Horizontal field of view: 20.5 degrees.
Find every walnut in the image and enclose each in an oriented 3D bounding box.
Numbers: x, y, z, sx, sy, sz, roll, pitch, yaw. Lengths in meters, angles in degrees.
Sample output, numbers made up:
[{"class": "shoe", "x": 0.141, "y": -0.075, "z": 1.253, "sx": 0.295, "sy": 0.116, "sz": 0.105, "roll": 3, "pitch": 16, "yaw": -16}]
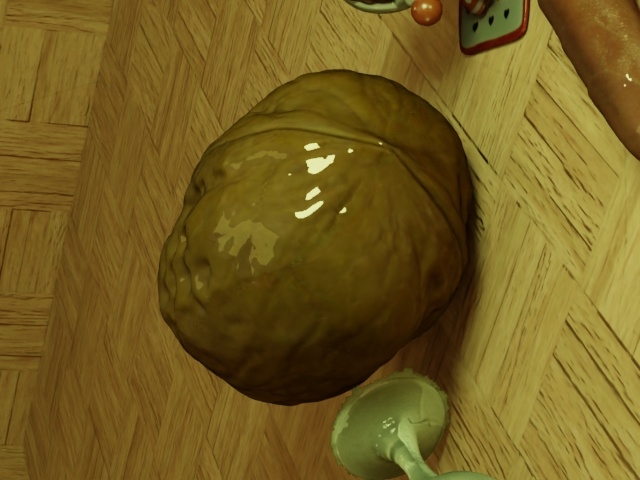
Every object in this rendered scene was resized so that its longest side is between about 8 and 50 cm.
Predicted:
[{"class": "walnut", "x": 0.000, "y": 0.000, "z": 1.908, "sx": 0.398, "sy": 0.308, "sz": 0.354, "roll": 131, "pitch": 158, "yaw": -60}]

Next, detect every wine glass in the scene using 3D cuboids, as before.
[{"class": "wine glass", "x": 0.124, "y": 0.266, "z": 1.784, "sx": 0.321, "sy": 0.143, "sz": 0.143, "roll": -124, "pitch": 42, "yaw": -55}]

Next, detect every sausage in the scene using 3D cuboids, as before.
[{"class": "sausage", "x": 0.249, "y": -0.217, "z": 1.621, "sx": 0.433, "sy": 0.088, "sz": 0.088, "roll": -107, "pitch": 30, "yaw": -42}]

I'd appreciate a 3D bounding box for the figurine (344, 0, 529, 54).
[{"class": "figurine", "x": 0.085, "y": -0.304, "z": 1.855, "sx": 0.160, "sy": 0.226, "sz": 0.183, "roll": 171, "pitch": 102, "yaw": -69}]
